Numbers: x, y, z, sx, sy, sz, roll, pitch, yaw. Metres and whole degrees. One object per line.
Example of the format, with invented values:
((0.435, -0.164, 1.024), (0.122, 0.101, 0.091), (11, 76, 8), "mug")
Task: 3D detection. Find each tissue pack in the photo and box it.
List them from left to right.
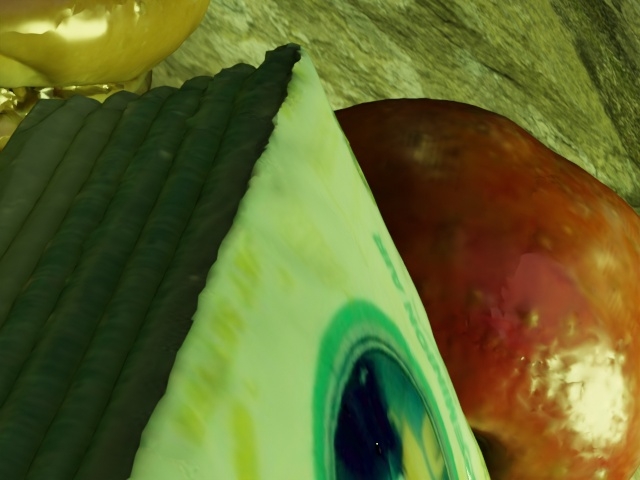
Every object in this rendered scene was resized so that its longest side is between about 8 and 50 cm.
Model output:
((-0.045, 0.132, 0.560), (0.388, 0.162, 0.287), (-74, 145, -58), "tissue pack")

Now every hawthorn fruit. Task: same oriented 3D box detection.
((0.068, 0.046, 0.884), (0.284, 0.284, 0.284), (40, 30, -29), "hawthorn fruit")

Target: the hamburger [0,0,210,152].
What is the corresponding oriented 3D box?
((-0.208, -0.182, 0.805), (0.304, 0.174, 0.284), (49, 38, 2), "hamburger")
